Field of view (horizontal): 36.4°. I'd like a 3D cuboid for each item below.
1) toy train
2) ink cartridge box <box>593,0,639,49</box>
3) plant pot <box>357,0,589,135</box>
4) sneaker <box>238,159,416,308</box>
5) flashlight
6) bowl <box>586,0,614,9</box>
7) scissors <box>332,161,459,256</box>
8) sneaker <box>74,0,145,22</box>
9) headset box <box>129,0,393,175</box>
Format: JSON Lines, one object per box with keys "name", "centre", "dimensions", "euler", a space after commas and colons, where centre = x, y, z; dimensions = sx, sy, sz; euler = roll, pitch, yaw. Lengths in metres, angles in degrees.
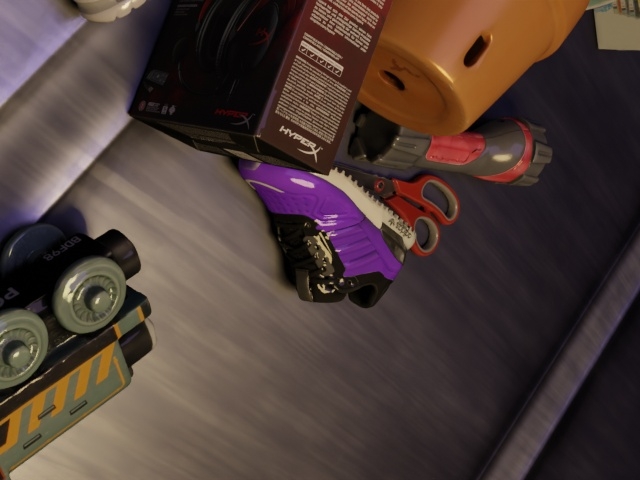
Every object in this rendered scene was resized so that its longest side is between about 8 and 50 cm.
{"name": "toy train", "centre": [-0.299, 0.125, 0.917], "dimensions": [0.334, 0.142, 0.190], "euler": [-38, 135, -32]}
{"name": "ink cartridge box", "centre": [0.509, -0.398, 1.519], "dimensions": [0.128, 0.127, 0.176], "euler": [-34, 122, -32]}
{"name": "plant pot", "centre": [0.126, -0.256, 1.099], "dimensions": [0.291, 0.291, 0.203], "euler": [44, 73, -39]}
{"name": "sneaker", "centre": [0.001, 0.000, 1.170], "dimensions": [0.293, 0.102, 0.146], "euler": [32, 79, -42]}
{"name": "flashlight", "centre": [0.185, -0.133, 1.305], "dimensions": [0.304, 0.103, 0.103], "euler": [5, 98, -43]}
{"name": "bowl", "centre": [0.284, -0.436, 1.224], "dimensions": [0.311, 0.311, 0.163], "euler": [26, 62, -42]}
{"name": "scissors", "centre": [0.089, -0.078, 1.292], "dimensions": [0.297, 0.021, 0.109], "euler": [36, 78, -40]}
{"name": "sneaker", "centre": [-0.149, -0.340, 0.945], "dimensions": [0.281, 0.105, 0.115], "euler": [-52, 135, -20]}
{"name": "headset box", "centre": [-0.047, -0.231, 0.993], "dimensions": [0.110, 0.218, 0.293], "euler": [25, 83, -44]}
